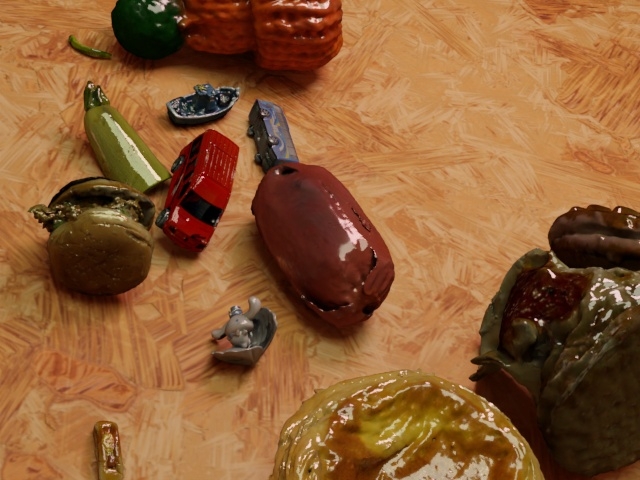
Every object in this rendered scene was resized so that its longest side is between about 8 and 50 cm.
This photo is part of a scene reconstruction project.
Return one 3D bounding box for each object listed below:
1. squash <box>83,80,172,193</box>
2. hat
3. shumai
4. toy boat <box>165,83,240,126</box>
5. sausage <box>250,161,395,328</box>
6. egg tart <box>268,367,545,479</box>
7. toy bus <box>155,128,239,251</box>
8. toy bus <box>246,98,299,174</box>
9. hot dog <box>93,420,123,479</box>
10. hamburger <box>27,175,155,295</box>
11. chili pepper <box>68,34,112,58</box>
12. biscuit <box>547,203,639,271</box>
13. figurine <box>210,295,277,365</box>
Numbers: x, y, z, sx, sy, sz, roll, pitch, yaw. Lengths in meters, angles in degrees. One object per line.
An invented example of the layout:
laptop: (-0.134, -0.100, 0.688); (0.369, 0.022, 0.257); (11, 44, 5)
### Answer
squash: (-0.318, -0.154, 1.713); (0.090, 0.075, 0.200); (-32, 84, -21)
hat: (-0.158, -0.405, 1.963); (0.400, 0.285, 0.285); (-16, 48, 2)
shumai: (0.365, 0.120, 1.524); (0.292, 0.330, 0.288); (38, 10, -38)
toy boat: (-0.193, -0.231, 1.845); (0.137, 0.061, 0.060); (-15, 53, -33)
sausage: (0.000, 0.000, 1.621); (0.152, 0.152, 0.280); (-14, 51, -32)
egg tart: (0.101, 0.317, 1.336); (0.351, 0.150, 0.352); (8, 49, -10)
toy bus: (-0.178, -0.074, 1.652); (0.081, 0.089, 0.195); (34, 38, -23)
toy bus: (-0.080, -0.168, 1.835); (0.061, 0.051, 0.153); (11, 42, -28)
hot dog: (-0.258, 0.253, 1.347); (0.030, 0.034, 0.090); (1, 45, -21)
hamburger: (-0.310, -0.008, 1.505); (0.184, 0.159, 0.131); (23, 42, -26)
chili pepper: (-0.399, -0.332, 1.902); (0.083, 0.017, 0.030); (28, 42, 10)
biscuit: (0.500, 0.039, 1.665); (0.332, 0.332, 0.103); (19, 82, -2)
figurine: (-0.107, 0.125, 1.506); (0.082, 0.094, 0.086); (29, 59, -50)
